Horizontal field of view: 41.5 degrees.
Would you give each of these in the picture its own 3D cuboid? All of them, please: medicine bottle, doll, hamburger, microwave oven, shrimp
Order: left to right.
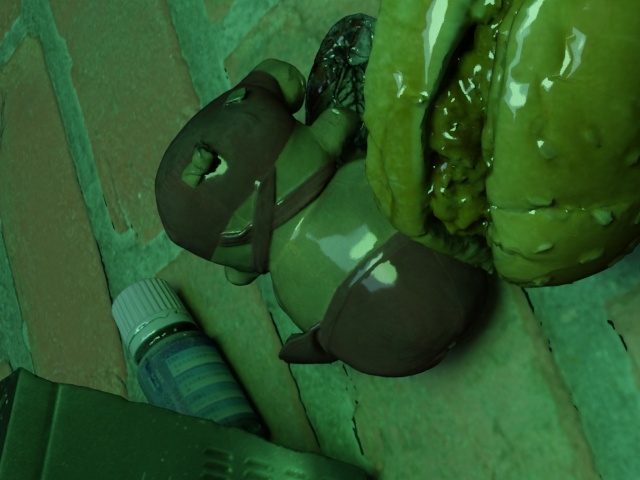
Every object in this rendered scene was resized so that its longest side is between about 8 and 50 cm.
[{"bbox_3d":[-0.204,0.315,0.683,0.432,0.374,0.236,-30,46,40],"label":"microwave oven"},{"bbox_3d":[-0.134,0.128,0.815,0.203,0.083,0.083,53,121,28],"label":"medicine bottle"},{"bbox_3d":[0.002,-0.002,0.635,0.256,0.152,0.196,37,146,7],"label":"doll"},{"bbox_3d":[0.016,-0.107,0.708,0.065,0.057,0.165,10,98,36],"label":"shrimp"},{"bbox_3d":[0.148,-0.100,0.434,0.145,0.283,0.259,19,110,26],"label":"hamburger"}]
